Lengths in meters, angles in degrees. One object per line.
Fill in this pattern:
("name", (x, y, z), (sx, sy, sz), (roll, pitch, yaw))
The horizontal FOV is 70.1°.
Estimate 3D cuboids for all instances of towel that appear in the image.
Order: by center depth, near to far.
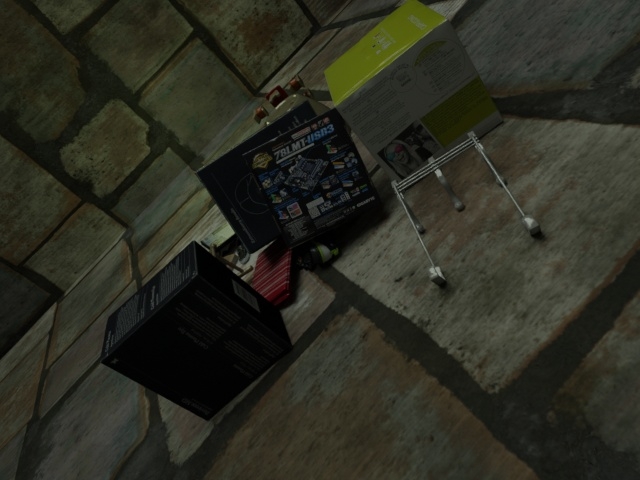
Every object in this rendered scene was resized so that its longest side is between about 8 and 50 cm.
("towel", (-0.149, 0.103, 1.416), (0.198, 0.031, 0.275), (-37, 33, 32))

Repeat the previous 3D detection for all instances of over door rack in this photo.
("over door rack", (0.316, -0.070, 1.039), (0.239, 0.108, 0.325), (-33, 46, 21))

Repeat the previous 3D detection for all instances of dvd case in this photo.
("dvd case", (-0.358, -0.046, 1.851), (0.253, 0.022, 0.180), (-39, 28, -17))

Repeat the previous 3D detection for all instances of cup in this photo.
("cup", (-0.078, -0.445, 1.844), (0.331, 0.237, 0.331), (-31, 33, 23))

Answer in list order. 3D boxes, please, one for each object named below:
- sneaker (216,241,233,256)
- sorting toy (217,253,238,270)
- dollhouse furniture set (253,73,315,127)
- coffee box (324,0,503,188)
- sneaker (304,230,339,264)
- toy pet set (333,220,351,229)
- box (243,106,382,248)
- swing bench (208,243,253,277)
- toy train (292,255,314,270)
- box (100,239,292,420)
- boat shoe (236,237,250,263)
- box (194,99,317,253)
("sneaker", (-0.376, 0.026, 1.834), (0.043, 0.040, 0.109), (26, 63, 25))
("sorting toy", (-0.464, 0.159, 1.716), (0.257, 0.089, 0.256), (-17, 39, 40))
("dollhouse furniture set", (-0.134, -0.577, 2.052), (0.262, 0.259, 0.135), (-34, 34, 17))
("coffee box", (0.247, -0.422, 1.310), (0.338, 0.334, 0.338), (-34, 31, 17))
("sneaker", (0.000, 0.000, 1.376), (0.097, 0.084, 0.235), (-22, 31, -5))
("toy pet set", (0.053, -0.097, 1.417), (0.114, 0.065, 0.122), (-43, 29, 3))
("box", (-0.021, -0.170, 1.271), (0.295, 0.294, 0.073), (-26, 3, 5))
("swing bench", (-0.330, 0.195, 1.397), (0.255, 0.165, 0.253), (-49, 29, 11))
("toy train", (-0.068, 0.065, 1.403), (0.158, 0.027, 0.036), (8, 56, 54))
("box", (-0.309, 0.236, 1.171), (0.312, 0.343, 0.179), (-41, 31, 5))
("boat shoe", (-0.295, 0.036, 1.709), (0.049, 0.040, 0.142), (-38, 30, 12))
("box", (-0.129, -0.192, 1.424), (0.395, 0.294, 0.212), (-32, 8, 0))
